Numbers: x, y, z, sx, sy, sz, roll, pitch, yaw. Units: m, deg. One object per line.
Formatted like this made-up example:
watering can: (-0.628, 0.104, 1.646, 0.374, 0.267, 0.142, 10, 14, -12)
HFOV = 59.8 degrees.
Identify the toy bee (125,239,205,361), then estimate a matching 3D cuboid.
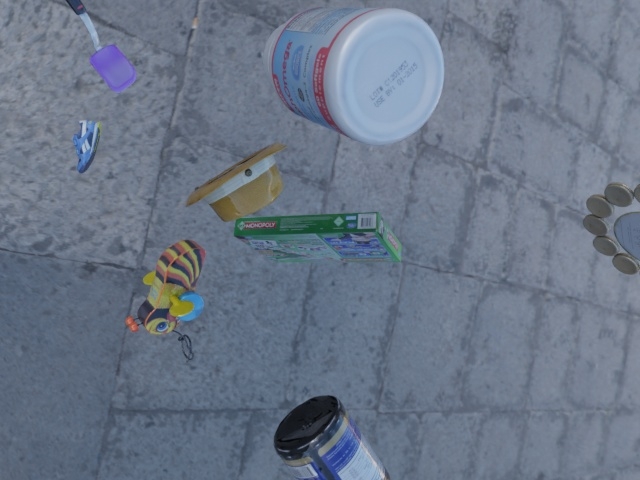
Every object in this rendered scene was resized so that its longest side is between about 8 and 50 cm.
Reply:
toy bee: (-0.349, 0.150, 1.258, 0.162, 0.195, 0.299, -5, 95, -39)

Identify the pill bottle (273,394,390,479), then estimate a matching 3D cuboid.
pill bottle: (0.032, 0.359, 0.859, 0.123, 0.122, 0.219, -40, 106, -30)

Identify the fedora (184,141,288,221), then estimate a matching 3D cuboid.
fedora: (-0.123, -0.086, 0.906, 0.194, 0.194, 0.079, -39, 106, -31)

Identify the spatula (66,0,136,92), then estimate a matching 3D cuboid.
spatula: (-0.501, -0.465, 1.197, 0.084, 0.030, 0.297, -52, 129, -35)

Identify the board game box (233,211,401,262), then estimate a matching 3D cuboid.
board game box: (0.000, 0.000, 1.220, 0.213, 0.317, 0.046, 41, 51, -64)

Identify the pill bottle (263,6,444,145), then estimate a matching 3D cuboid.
pill bottle: (0.013, -0.129, 0.419, 0.087, 0.160, 0.087, -10, 114, -22)

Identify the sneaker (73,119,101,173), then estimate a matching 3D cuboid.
sneaker: (-0.625, -0.250, 1.471, 0.059, 0.053, 0.144, 16, 91, -15)

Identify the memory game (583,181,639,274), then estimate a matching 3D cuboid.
memory game: (0.431, -0.004, 0.723, 0.012, 0.186, 0.186, -43, 120, -20)
